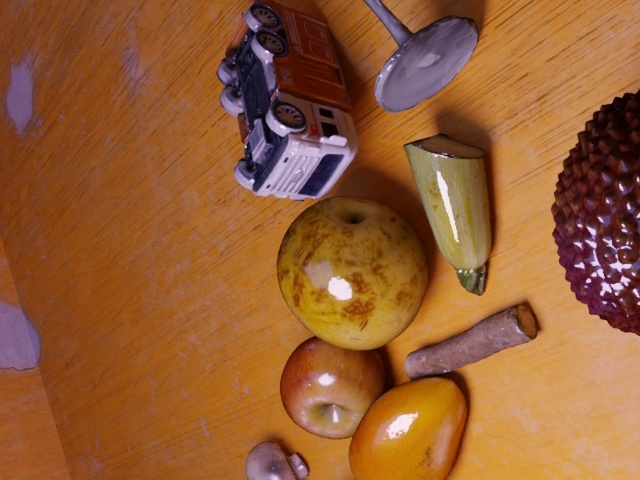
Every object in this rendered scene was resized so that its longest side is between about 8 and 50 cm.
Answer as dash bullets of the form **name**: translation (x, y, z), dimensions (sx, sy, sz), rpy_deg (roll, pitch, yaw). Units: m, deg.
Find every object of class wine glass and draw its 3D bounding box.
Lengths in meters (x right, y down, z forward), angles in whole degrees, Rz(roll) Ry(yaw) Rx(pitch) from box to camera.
- **wine glass**: translation (0.067, -0.428, 1.543), dimensions (0.406, 0.267, 0.267), rpy_deg (53, 134, 21)

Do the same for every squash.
- **squash**: translation (0.237, -0.041, 1.522), dimensions (0.137, 0.137, 0.287), rpy_deg (-13, 94, 51)

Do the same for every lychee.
- **lychee**: translation (0.431, -0.032, 1.148), dimensions (0.306, 0.306, 0.330), rpy_deg (-49, 49, 44)

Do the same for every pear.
- **pear**: translation (0.059, 0.061, 1.635), dimensions (0.281, 0.281, 0.280), rpy_deg (15, 110, 48)

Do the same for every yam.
- **yam**: translation (0.253, 0.185, 1.591), dimensions (0.300, 0.066, 0.066), rpy_deg (-35, 72, 48)

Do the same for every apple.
- **apple**: translation (0.028, 0.270, 1.771), dimensions (0.173, 0.210, 0.235), rpy_deg (-85, 18, -44)

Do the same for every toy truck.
- **toy truck**: translation (-0.052, -0.254, 1.679), dimensions (0.173, 0.207, 0.387), rpy_deg (-52, 39, 42)

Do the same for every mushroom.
- **mushroom**: translation (-0.096, 0.527, 2.045), dimensions (0.166, 0.127, 0.166), rpy_deg (162, 90, -73)

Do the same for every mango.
- **mango**: translation (0.161, 0.348, 1.657), dimensions (0.187, 0.138, 0.257), rpy_deg (23, 115, 10)
